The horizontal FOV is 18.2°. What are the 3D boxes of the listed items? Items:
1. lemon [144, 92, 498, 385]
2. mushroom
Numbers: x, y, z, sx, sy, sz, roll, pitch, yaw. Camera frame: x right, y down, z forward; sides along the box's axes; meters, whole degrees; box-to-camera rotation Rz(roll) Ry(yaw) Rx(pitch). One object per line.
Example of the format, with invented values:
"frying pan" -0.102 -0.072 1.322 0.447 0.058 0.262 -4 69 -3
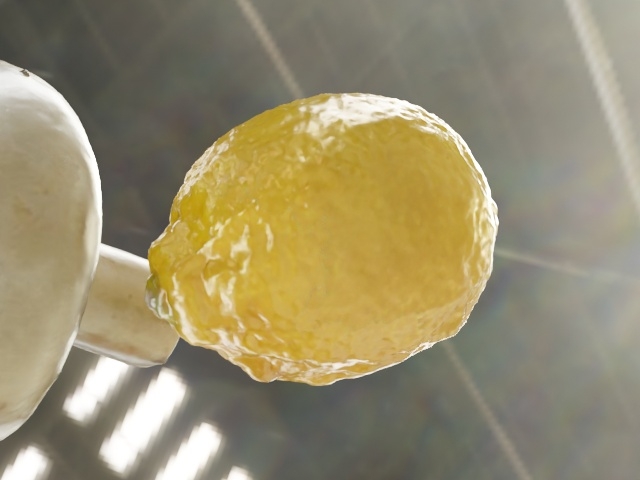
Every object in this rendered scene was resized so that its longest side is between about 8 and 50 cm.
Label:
"lemon" 0.000 0.000 0.983 0.187 0.142 0.142 -17 -59 -19
"mushroom" -0.164 0.015 1.060 0.215 0.207 0.207 17 -92 -33
